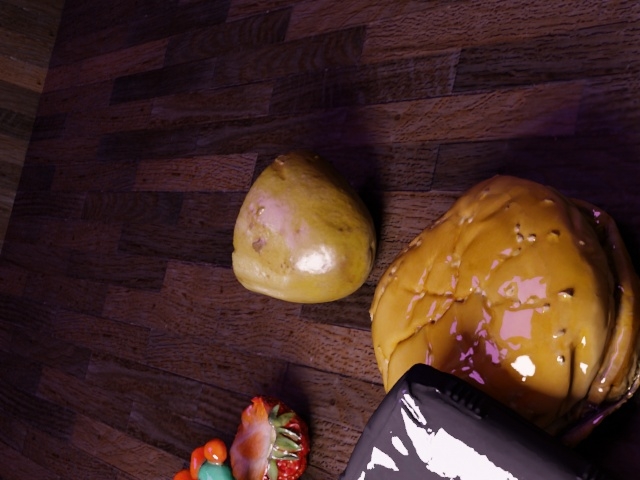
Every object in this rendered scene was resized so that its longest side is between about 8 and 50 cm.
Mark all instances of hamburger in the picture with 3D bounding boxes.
[{"bbox_3d":[0.188,0.087,1.293,0.318,0.158,0.319,-26,56,45],"label":"hamburger"}]

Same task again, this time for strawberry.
[{"bbox_3d":[-0.071,0.285,1.708,0.187,0.082,0.146,-22,53,62],"label":"strawberry"}]

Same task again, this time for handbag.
[{"bbox_3d":[0.149,0.267,1.199,0.244,0.275,0.088,-64,-9,26],"label":"handbag"}]

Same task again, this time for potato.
[{"bbox_3d":[0.000,0.000,1.657,0.158,0.178,0.203,26,85,44],"label":"potato"}]

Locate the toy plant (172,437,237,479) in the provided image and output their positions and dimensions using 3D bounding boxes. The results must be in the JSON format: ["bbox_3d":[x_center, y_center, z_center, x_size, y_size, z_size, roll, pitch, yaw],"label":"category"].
[{"bbox_3d":[-0.107,0.428,1.593,0.185,0.279,0.400,-36,28,-22],"label":"toy plant"}]
